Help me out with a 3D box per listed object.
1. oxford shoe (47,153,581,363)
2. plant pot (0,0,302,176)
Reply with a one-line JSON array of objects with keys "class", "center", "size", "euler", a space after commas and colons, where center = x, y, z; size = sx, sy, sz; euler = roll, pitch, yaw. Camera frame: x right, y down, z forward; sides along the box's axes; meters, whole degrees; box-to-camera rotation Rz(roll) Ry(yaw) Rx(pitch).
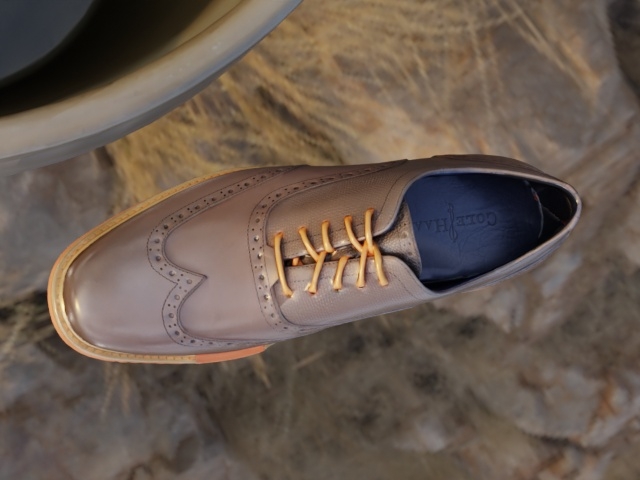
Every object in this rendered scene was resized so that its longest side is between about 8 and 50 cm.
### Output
[{"class": "oxford shoe", "center": [0.000, 0.000, 0.935], "size": [0.364, 0.130, 0.133], "euler": [-14, 180, -17]}, {"class": "plant pot", "center": [-0.153, -0.163, 0.508], "size": [0.323, 0.323, 0.280], "euler": [-20, 179, -15]}]
